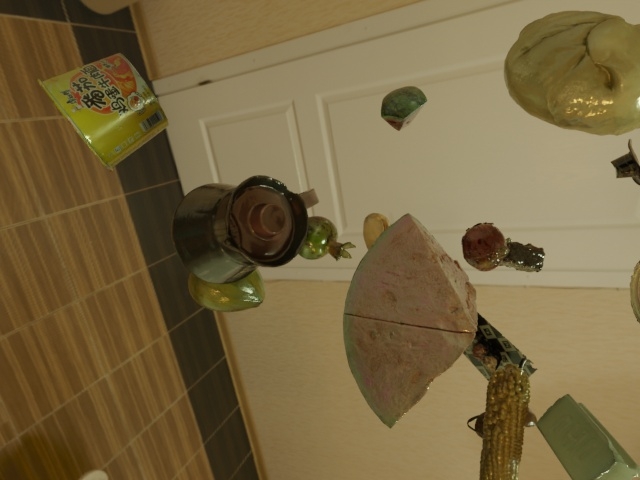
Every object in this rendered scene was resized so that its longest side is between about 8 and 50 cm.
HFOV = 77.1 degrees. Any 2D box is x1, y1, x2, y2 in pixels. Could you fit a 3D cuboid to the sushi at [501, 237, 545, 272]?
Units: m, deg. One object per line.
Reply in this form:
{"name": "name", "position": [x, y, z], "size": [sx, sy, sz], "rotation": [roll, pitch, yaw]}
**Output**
{"name": "sushi", "position": [0.832, 0.064, 1.708], "size": [0.147, 0.213, 0.114], "rotation": [120, -18, -77]}

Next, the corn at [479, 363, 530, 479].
{"name": "corn", "position": [0.388, 0.407, 0.857], "size": [0.086, 0.087, 0.288], "rotation": [31, 69, -58]}

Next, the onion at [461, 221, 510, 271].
{"name": "onion", "position": [0.606, 0.024, 1.446], "size": [0.184, 0.147, 0.183], "rotation": [-1, 91, -28]}

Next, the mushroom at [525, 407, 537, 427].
{"name": "mushroom", "position": [0.551, 0.472, 1.134], "size": [0.052, 0.123, 0.123], "rotation": [-60, 156, 14]}

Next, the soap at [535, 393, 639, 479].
{"name": "soap", "position": [0.556, 0.434, 0.853], "size": [0.114, 0.063, 0.198], "rotation": [-55, -175, 13]}

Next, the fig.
{"name": "fig", "position": [-0.320, 0.151, 1.413], "size": [0.239, 0.271, 0.239], "rotation": [-57, 177, -5]}

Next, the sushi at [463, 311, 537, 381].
{"name": "sushi", "position": [0.541, 0.381, 1.346], "size": [0.050, 0.290, 0.264], "rotation": [-27, 147, -23]}

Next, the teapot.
{"name": "teapot", "position": [-0.198, -0.046, 1.143], "size": [0.376, 0.362, 0.305], "rotation": [-31, 105, -37]}

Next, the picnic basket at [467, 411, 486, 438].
{"name": "picnic basket", "position": [0.406, 0.454, 0.996], "size": [0.083, 0.072, 0.072], "rotation": [169, -79, -72]}

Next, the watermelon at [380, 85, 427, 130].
{"name": "watermelon", "position": [0.173, -0.270, 0.812], "size": [0.072, 0.092, 0.084], "rotation": [19, 72, -59]}

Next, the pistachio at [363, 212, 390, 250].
{"name": "pistachio", "position": [0.255, -0.026, 1.800], "size": [0.117, 0.145, 0.200], "rotation": [-5, 84, -32]}

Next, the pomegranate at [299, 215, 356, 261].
{"name": "pomegranate", "position": [0.008, -0.006, 1.323], "size": [0.156, 0.220, 0.156], "rotation": [-16, 109, -53]}

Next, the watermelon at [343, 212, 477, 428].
{"name": "watermelon", "position": [0.203, 0.166, 0.849], "size": [0.222, 0.292, 0.319], "rotation": [22, 28, -48]}

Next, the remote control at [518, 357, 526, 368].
{"name": "remote control", "position": [0.542, 0.365, 1.105], "size": [0.096, 0.014, 0.039], "rotation": [-61, 150, -7]}

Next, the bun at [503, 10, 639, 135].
{"name": "bun", "position": [0.436, -0.293, 0.667], "size": [0.160, 0.259, 0.259], "rotation": [90, 19, -46]}

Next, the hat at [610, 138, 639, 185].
{"name": "hat", "position": [0.659, -0.159, 0.864], "size": [0.121, 0.050, 0.121], "rotation": [31, 49, -44]}

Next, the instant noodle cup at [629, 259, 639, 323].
{"name": "instant noodle cup", "position": [0.642, 0.090, 0.649], "size": [0.213, 0.174, 0.213], "rotation": [-178, -90, -86]}

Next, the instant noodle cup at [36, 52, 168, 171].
{"name": "instant noodle cup", "position": [-0.533, -0.335, 1.020], "size": [0.200, 0.264, 0.264], "rotation": [-38, 130, -15]}
